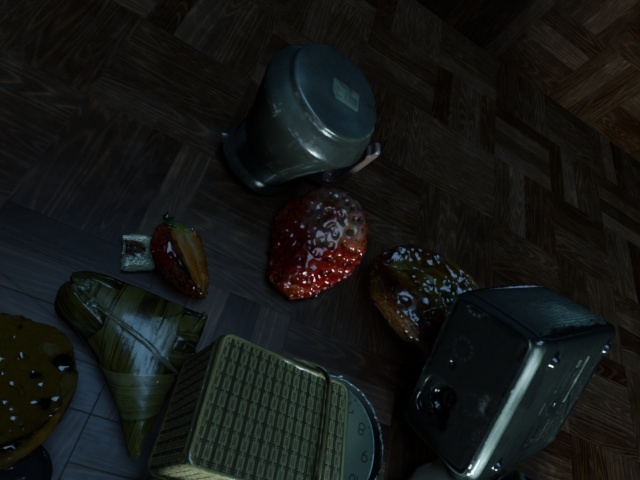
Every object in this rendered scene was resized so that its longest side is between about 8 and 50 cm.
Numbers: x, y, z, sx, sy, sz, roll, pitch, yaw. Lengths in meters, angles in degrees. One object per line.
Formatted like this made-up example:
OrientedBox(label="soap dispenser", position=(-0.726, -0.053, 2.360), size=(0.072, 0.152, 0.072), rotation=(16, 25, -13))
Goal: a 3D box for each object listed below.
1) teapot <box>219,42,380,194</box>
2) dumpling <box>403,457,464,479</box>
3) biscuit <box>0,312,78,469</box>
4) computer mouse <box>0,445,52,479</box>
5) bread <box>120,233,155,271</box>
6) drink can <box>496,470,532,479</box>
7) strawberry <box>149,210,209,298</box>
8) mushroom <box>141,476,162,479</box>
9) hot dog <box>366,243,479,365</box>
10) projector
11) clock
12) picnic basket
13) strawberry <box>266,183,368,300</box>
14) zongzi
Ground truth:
OrientedBox(label="teapot", position=(-0.039, -0.269, 1.132), size=(0.376, 0.362, 0.305), rotation=(22, 61, -32))
OrientedBox(label="dumpling", position=(0.257, 0.634, 1.006), size=(0.293, 0.163, 0.204), rotation=(-49, 129, -39))
OrientedBox(label="biscuit", position=(-0.550, 0.242, 0.715), size=(0.296, 0.075, 0.296), rotation=(20, 31, -13))
OrientedBox(label="computer mouse", position=(-0.547, 0.411, 0.653), size=(0.170, 0.100, 0.269), rotation=(35, 42, 15))
OrientedBox(label="bread", position=(-0.401, 0.028, 0.976), size=(0.070, 0.035, 0.083), rotation=(5, 62, -30))
OrientedBox(label="drink can", position=(0.541, 0.708, 1.136), size=(0.118, 0.118, 0.205), rotation=(-32, 83, -37))
OrientedBox(label="strawberry", position=(-0.317, 0.037, 0.986), size=(0.140, 0.085, 0.192), rotation=(-92, 158, -55))
OrientedBox(label="mushroom", position=(-0.230, 0.500, 0.737), size=(0.206, 0.206, 0.209), rotation=(0, 93, -30))
OrientedBox(label="hot dog", position=(0.297, 0.180, 1.216), size=(0.267, 0.174, 0.387), rotation=(-37, 88, -28))
OrientedBox(label="projector", position=(0.465, 0.326, 1.071), size=(0.405, 0.395, 0.242), rotation=(3, 21, -37))
OrientedBox(label="clock", position=(0.001, 0.450, 0.986), size=(0.313, 0.061, 0.312), rotation=(13, 60, -25))
OrientedBox(label="picnic basket", position=(-0.101, 0.333, 0.792), size=(0.313, 0.175, 0.228), rotation=(33, 45, -24))
OrientedBox(label="strawberry", position=(0.000, 0.000, 1.151), size=(0.265, 0.149, 0.336), rotation=(39, 55, -10))
OrientedBox(label="zongzi", position=(-0.392, 0.223, 0.829), size=(0.286, 0.134, 0.288), rotation=(25, 58, -12))
